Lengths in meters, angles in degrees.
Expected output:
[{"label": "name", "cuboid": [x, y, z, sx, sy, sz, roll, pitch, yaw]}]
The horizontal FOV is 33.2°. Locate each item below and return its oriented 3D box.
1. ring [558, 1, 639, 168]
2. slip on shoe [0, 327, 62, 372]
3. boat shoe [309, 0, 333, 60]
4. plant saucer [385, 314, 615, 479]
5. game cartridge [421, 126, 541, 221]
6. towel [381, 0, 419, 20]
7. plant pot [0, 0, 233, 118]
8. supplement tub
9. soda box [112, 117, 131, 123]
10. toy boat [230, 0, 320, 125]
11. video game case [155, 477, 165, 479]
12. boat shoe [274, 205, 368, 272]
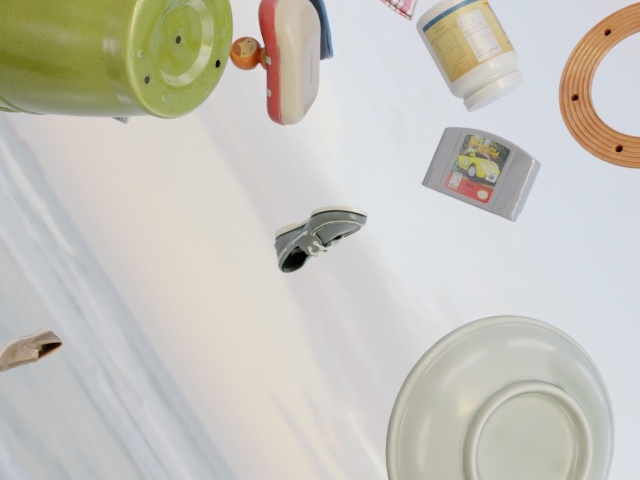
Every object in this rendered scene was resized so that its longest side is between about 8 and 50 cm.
[{"label": "ring", "cuboid": [0.588, -0.276, 1.888, 0.336, 0.336, 0.032, 50, 7, 36]}, {"label": "slip on shoe", "cuboid": [-0.498, 0.191, 1.824, 0.041, 0.135, 0.051, 27, -63, 23]}, {"label": "boat shoe", "cuboid": [-0.025, -0.487, 2.424, 0.258, 0.089, 0.109, 77, 1, -53]}, {"label": "plant saucer", "cuboid": [0.299, 0.317, 1.633, 0.400, 0.400, 0.100, 60, -16, -12]}, {"label": "game cartridge", "cuboid": [0.421, -0.186, 2.812, 0.294, 0.196, 0.060, 24, 0, 34]}, {"label": "towel", "cuboid": [0.126, -0.541, 2.159, 0.197, 0.144, 0.029, 33, -43, -17]}, {"label": "plant pot", "cuboid": [-0.339, -0.339, 1.665, 0.353, 0.366, 0.366, 20, -31, 30]}, {"label": "supplement tub", "cuboid": [0.287, -0.360, 2.035, 0.200, 0.144, 0.144, 62, -10, 4]}, {"label": "soda box", "cuboid": [-0.364, -0.332, 2.084, 0.098, 0.091, 0.286, 23, 29, -2]}, {"label": "toy boat", "cuboid": [-0.086, -0.321, 1.867, 0.151, 0.151, 0.231, 11, -54, 13]}, {"label": "video game case", "cuboid": [-0.330, 0.457, 1.721, 0.019, 0.157, 0.143, 57, 24, -24]}, {"label": "boat shoe", "cuboid": [0.000, 0.000, 2.414, 0.319, 0.116, 0.099, -21, -122, 52]}]
